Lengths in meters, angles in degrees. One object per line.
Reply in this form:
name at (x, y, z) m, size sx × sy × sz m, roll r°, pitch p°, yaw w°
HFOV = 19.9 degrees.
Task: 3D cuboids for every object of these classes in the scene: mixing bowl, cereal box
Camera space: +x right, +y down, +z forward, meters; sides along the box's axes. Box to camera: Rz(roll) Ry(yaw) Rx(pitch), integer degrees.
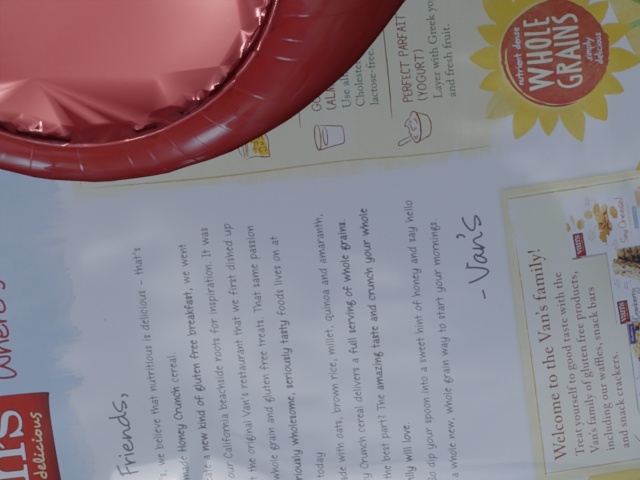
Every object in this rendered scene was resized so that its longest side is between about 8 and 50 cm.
mixing bowl at (-0.051, -0.082, 0.397) m, size 0.181 × 0.098 × 0.181 m, roll -1°, pitch 121°, yaw -1°
cereal box at (0.000, 0.000, 0.540) m, size 0.240 × 0.047 × 0.173 m, roll -5°, pitch 99°, yaw -2°
